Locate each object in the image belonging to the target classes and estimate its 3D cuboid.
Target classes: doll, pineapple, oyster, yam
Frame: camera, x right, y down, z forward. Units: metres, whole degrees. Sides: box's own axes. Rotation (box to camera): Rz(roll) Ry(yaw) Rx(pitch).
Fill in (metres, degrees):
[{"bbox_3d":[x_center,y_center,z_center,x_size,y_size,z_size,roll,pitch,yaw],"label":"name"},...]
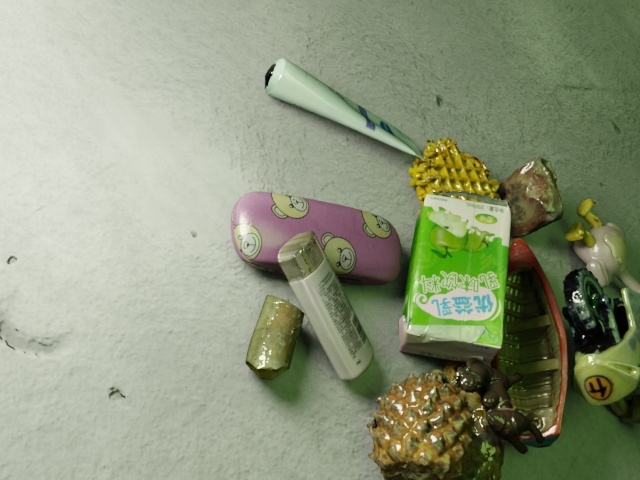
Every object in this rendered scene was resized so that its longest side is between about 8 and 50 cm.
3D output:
[{"bbox_3d":[0.634,0.079,1.913,0.365,0.094,0.160,42,52,-10],"label":"doll"},{"bbox_3d":[0.157,0.276,1.419,0.166,0.166,0.193,35,51,-17],"label":"pineapple"},{"bbox_3d":[0.241,0.321,1.521,0.129,0.078,0.345,11,64,-22],"label":"oyster"},{"bbox_3d":[0.276,0.251,1.472,0.165,0.057,0.139,25,40,-40],"label":"doll"},{"bbox_3d":[-0.068,0.145,1.383,0.070,0.070,0.146,31,51,-20],"label":"yam"}]

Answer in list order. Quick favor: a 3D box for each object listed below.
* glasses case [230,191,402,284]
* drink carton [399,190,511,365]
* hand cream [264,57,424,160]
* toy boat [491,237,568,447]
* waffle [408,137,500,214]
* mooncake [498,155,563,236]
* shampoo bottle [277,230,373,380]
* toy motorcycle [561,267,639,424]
[{"bbox_3d":[0.000,0.000,1.499,0.316,0.076,0.123,9,64,-32],"label":"glasses case"},{"bbox_3d":[0.224,0.059,1.560,0.161,0.108,0.271,9,64,1],"label":"drink carton"},{"bbox_3d":[0.042,-0.226,1.657,0.321,0.067,0.109,25,21,-26],"label":"hand cream"},{"bbox_3d":[0.374,0.177,1.665,0.079,0.136,0.392,49,36,-46],"label":"toy boat"},{"bbox_3d":[0.251,-0.095,1.741,0.193,0.070,0.197,33,49,-18],"label":"waffle"},{"bbox_3d":[0.403,-0.081,1.804,0.073,0.125,0.130,0,64,-31],"label":"mooncake"},{"bbox_3d":[0.010,0.100,1.418,0.227,0.056,0.086,63,32,-21],"label":"shampoo bottle"},{"bbox_3d":[0.561,0.208,1.705,0.410,0.169,0.237,26,58,-41],"label":"toy motorcycle"}]
